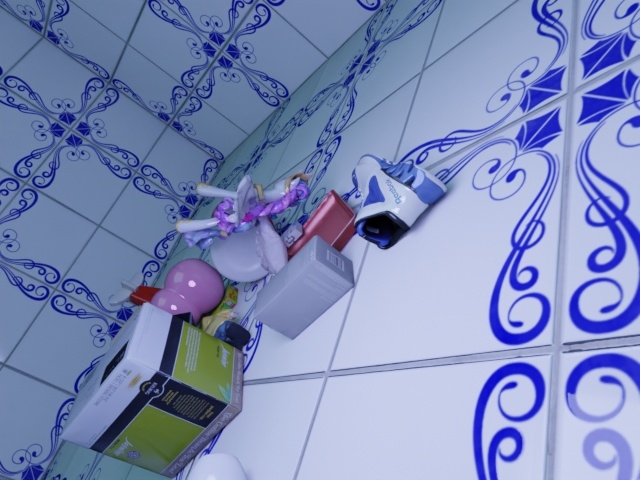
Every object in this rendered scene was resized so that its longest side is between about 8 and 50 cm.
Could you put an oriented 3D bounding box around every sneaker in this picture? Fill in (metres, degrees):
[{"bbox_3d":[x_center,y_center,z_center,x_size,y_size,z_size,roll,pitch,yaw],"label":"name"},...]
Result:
[{"bbox_3d":[0.129,-0.087,1.098,0.182,0.127,0.315,-54,24,-3],"label":"sneaker"}]

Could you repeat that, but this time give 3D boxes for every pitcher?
[{"bbox_3d":[-0.214,0.545,0.938,0.207,0.125,0.178,-96,29,-42],"label":"pitcher"}]

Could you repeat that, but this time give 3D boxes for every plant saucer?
[{"bbox_3d":[0.000,0.000,1.346,0.259,0.047,0.258,-52,22,9],"label":"plant saucer"}]

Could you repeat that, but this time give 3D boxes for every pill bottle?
[{"bbox_3d":[-0.280,-0.032,1.719,0.229,0.229,0.408,-51,22,9],"label":"pill bottle"}]

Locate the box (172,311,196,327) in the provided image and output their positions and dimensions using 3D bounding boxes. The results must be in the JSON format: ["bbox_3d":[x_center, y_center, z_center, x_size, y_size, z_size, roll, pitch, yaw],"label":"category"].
[{"bbox_3d":[-0.428,0.354,1.481,0.108,0.207,0.153,-11,30,-7],"label":"box"}]

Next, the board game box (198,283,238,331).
[{"bbox_3d":[-0.370,0.252,1.745,0.181,0.043,0.092,-48,24,18],"label":"board game box"}]

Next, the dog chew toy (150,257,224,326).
[{"bbox_3d":[-0.480,0.224,1.640,0.332,0.206,0.206,-56,21,-24],"label":"dog chew toy"}]

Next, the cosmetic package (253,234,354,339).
[{"bbox_3d":[-0.043,0.119,1.162,0.238,0.127,0.107,-41,26,27],"label":"cosmetic package"}]

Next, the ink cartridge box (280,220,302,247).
[{"bbox_3d":[-0.091,-0.014,1.448,0.083,0.028,0.048,-43,26,25],"label":"ink cartridge box"}]

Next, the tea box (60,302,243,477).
[{"bbox_3d":[-0.427,0.403,1.276,0.329,0.323,0.220,-46,24,18],"label":"tea box"}]

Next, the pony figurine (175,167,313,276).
[{"bbox_3d":[-0.212,-0.075,1.359,0.363,0.303,0.351,-8,40,19],"label":"pony figurine"}]

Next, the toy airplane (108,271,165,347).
[{"bbox_3d":[-0.690,0.289,2.044,0.385,0.273,0.384,-22,37,-6],"label":"toy airplane"}]

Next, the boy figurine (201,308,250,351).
[{"bbox_3d":[-0.319,0.297,1.517,0.177,0.092,0.285,-62,22,-14],"label":"boy figurine"}]
